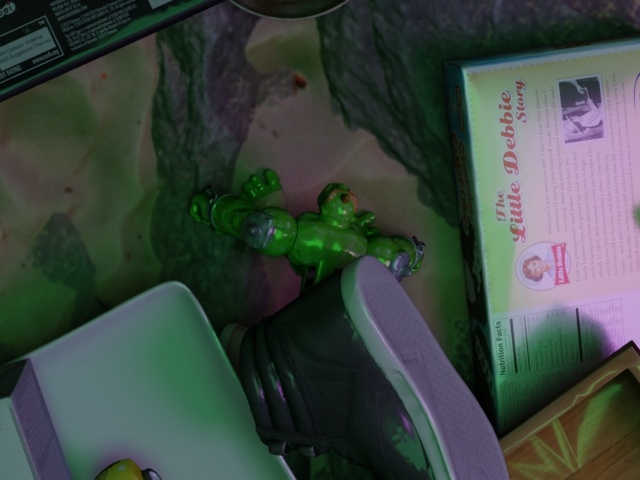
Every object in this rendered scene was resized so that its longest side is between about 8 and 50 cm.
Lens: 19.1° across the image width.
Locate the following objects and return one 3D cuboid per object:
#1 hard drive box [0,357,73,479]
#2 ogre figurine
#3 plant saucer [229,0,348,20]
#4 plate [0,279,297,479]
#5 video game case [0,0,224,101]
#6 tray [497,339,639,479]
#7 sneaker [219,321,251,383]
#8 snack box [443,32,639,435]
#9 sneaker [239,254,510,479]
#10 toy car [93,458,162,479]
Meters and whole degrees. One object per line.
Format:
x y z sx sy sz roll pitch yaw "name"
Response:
-0.284 0.233 1.508 0.181 0.089 0.232 -14 106 6 "hard drive box"
0.000 0.000 1.554 0.197 0.118 0.097 35 91 -16 "ogre figurine"
-0.027 -0.264 1.550 0.168 0.029 0.168 -2 99 -12 "plant saucer"
-0.167 0.198 1.564 0.278 0.045 0.277 -26 104 9 "plate"
-0.198 -0.263 1.454 0.275 0.035 0.248 -25 91 -8 "video game case"
0.153 0.286 1.588 0.411 0.076 0.203 -37 86 9 "tray"
-0.056 0.140 1.589 0.070 0.051 0.134 11 95 21 "sneaker"
0.216 -0.006 1.629 0.187 0.060 0.322 -9 101 -12 "snack box"
0.043 0.158 1.511 0.147 0.104 0.296 -21 109 27 "sneaker"
-0.091 0.306 1.543 0.239 0.053 0.225 15 106 -3 "toy car"
